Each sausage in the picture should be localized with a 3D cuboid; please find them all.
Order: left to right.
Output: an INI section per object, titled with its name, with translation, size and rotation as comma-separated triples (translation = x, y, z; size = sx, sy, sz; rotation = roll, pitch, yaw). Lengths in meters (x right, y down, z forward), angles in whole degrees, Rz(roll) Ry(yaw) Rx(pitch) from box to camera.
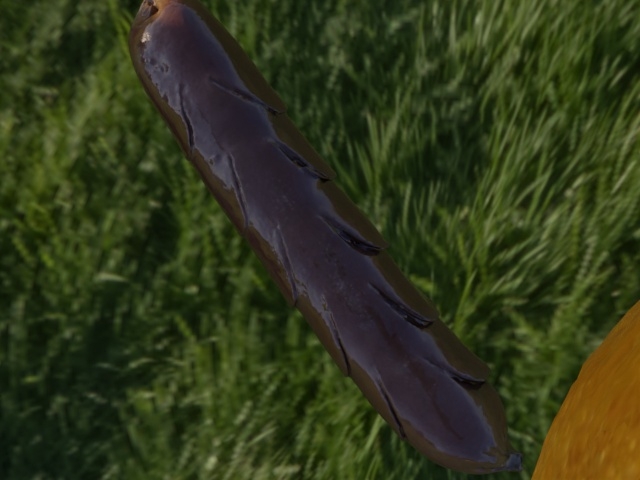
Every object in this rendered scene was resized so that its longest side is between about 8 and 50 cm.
[sausage]
translation = -0.001, 0.001, 1.243
size = 0.088, 0.088, 0.433
rotation = -37, 88, 1

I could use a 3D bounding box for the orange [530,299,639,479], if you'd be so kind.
[orange]
translation = 0.214, 0.112, 0.484
size = 0.322, 0.357, 0.322
rotation = 0, 92, 5
